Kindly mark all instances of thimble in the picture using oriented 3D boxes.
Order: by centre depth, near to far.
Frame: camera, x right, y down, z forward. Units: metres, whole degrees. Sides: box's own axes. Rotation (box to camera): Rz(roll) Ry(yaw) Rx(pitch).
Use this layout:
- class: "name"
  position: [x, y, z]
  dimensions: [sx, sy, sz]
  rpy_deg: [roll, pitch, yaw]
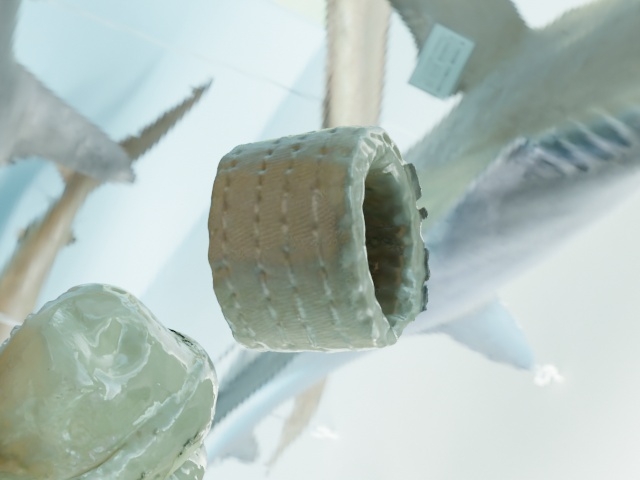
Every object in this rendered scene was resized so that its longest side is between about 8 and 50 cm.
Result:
- class: "thimble"
  position: [0.000, 0.000, 0.725]
  dimensions: [0.090, 0.102, 0.115]
  rpy_deg: [-7, -77, 24]

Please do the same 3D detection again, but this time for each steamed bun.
- class: "steamed bun"
  position: [-0.222, 0.226, 1.226]
  dimensions: [0.352, 0.247, 0.339]
  rpy_deg: [-53, 179, -24]
